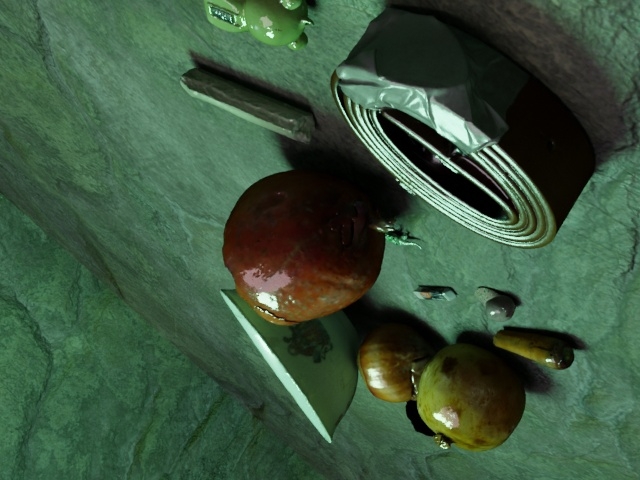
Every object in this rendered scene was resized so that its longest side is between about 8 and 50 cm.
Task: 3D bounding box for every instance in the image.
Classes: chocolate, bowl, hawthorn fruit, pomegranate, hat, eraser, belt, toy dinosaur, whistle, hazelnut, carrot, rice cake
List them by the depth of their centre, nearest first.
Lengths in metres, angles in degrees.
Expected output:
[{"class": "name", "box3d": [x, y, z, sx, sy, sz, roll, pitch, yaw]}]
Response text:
[{"class": "belt", "box3d": [0.170, -0.133, 0.971, 0.338, 0.122, 0.217, 39, 159, -6]}, {"class": "whistle", "box3d": [-0.105, -0.322, 1.046, 0.227, 0.085, 0.105, 27, 155, 20]}, {"class": "rice cake", "box3d": [-0.122, -0.225, 1.305, 0.256, 0.052, 0.057, 26, 158, 25]}, {"class": "hawthorn fruit", "box3d": [0.000, 0.000, 1.330, 0.307, 0.276, 0.276, -19, 125, 34]}, {"class": "hat", "box3d": [0.300, 0.117, 1.374, 0.087, 0.042, 0.058, 11, 146, 47]}, {"class": "carrot", "box3d": [0.377, 0.188, 1.399, 0.055, 0.055, 0.161, 49, 162, -29]}, {"class": "toy dinosaur", "box3d": [0.141, 0.002, 1.410, 0.083, 0.021, 0.062, 37, 165, 9]}, {"class": "eraser", "box3d": [0.217, 0.102, 1.498, 0.027, 0.019, 0.099, 47, 157, -24]}, {"class": "pomegranate", "box3d": [0.291, 0.317, 1.565, 0.215, 0.215, 0.215, 30, 157, 14]}, {"class": "hazelnut", "box3d": [0.167, 0.261, 1.712, 0.182, 0.182, 0.182, 30, 157, 14]}, {"class": "bowl", "box3d": [-0.030, 0.234, 1.821, 0.435, 0.196, 0.435, 52, 170, 13]}, {"class": "chocolate", "box3d": [0.265, 0.375, 1.861, 0.156, 0.156, 0.133, 39, -175, -6]}]
